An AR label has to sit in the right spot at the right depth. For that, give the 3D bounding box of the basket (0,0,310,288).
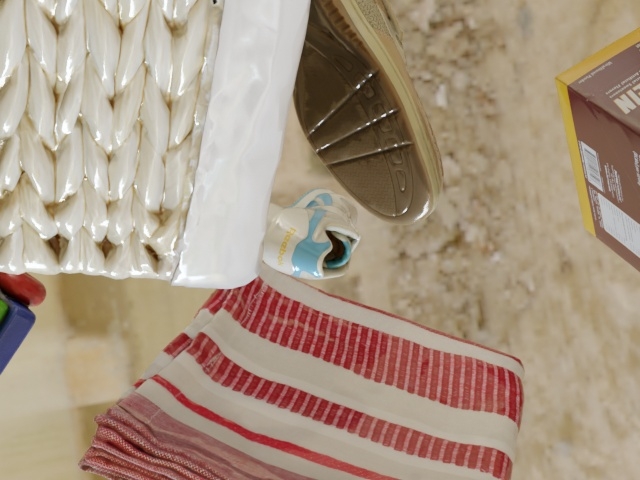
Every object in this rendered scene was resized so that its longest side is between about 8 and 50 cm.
[{"bbox_3d":[-0.148,-0.195,0.620,0.328,0.266,0.331,-102,17,-46],"label":"basket"}]

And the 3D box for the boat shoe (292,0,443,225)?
[{"bbox_3d":[0.025,-0.159,1.065,0.109,0.098,0.302,-23,99,46],"label":"boat shoe"}]

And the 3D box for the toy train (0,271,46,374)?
[{"bbox_3d":[-0.337,0.021,1.073,0.143,0.105,0.248,37,175,-38],"label":"toy train"}]

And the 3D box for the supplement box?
[{"bbox_3d":[0.329,-0.063,1.173,0.194,0.129,0.191,47,163,48],"label":"supplement box"}]

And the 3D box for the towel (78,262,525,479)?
[{"bbox_3d":[0.014,0.104,0.862,0.329,0.237,0.037,-52,-19,-69],"label":"towel"}]

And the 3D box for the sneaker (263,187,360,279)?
[{"bbox_3d":[0.000,0.000,1.455,0.228,0.092,0.087,-24,-45,-68],"label":"sneaker"}]
